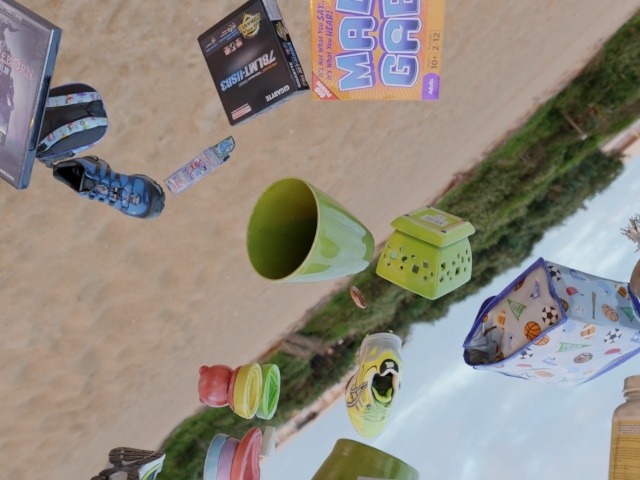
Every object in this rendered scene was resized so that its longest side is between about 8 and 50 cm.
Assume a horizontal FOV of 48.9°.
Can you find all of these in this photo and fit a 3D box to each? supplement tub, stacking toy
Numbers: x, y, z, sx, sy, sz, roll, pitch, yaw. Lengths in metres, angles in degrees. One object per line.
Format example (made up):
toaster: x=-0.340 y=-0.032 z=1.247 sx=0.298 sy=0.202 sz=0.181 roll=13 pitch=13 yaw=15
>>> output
supplement tub: x=0.686 y=0.447 z=1.363 sx=0.241 sy=0.241 sz=0.331 roll=128 pitch=-24 yaw=-69
stacking toy: x=-0.197 y=0.419 z=1.634 sx=0.279 sy=0.131 sz=0.308 roll=1 pitch=93 yaw=-78

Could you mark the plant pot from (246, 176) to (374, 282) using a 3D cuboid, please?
plant pot: x=0.000 y=0.000 z=1.880 sx=0.294 sy=0.274 sz=0.275 roll=16 pitch=129 yaw=-44

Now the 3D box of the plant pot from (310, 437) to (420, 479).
plant pot: x=0.085 y=0.714 z=1.802 sx=0.352 sy=0.367 sz=0.366 roll=-65 pitch=-175 yaw=-22

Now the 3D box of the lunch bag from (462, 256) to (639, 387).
lunch bag: x=0.610 y=0.247 z=1.877 sx=0.385 sy=0.328 sz=0.238 roll=124 pitch=-28 yaw=-42

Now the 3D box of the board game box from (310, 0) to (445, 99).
board game box: x=0.159 y=-0.626 z=2.018 sx=0.356 sy=0.357 sz=0.356 roll=-85 pitch=174 yaw=-60

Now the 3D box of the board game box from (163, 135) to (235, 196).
board game box: x=-0.326 y=-0.223 z=2.023 sx=0.194 sy=0.060 sz=0.194 roll=-24 pitch=-167 yaw=47

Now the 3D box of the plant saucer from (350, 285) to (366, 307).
plant saucer: x=0.126 y=0.194 z=2.389 sx=0.013 sy=0.083 sz=0.083 roll=-33 pitch=180 yaw=17

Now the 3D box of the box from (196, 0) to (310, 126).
box: x=-0.202 y=-0.520 z=2.060 sx=0.296 sy=0.293 sz=0.073 roll=-17 pitch=-176 yaw=41

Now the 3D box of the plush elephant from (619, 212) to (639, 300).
plush elephant: x=0.823 y=0.024 z=1.562 sx=0.255 sy=0.330 sz=0.272 roll=-38 pitch=-173 yaw=-30

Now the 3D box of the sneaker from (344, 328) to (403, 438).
sneaker: x=0.147 y=0.433 z=1.980 sx=0.147 sy=0.145 sz=0.384 roll=-91 pitch=-176 yaw=-56

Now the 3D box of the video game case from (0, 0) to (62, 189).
video game case: x=-0.508 y=-0.243 z=1.104 sx=0.026 sy=0.196 sz=0.274 roll=-30 pitch=149 yaw=-58

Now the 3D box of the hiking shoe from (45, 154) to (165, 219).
hiking shoe: x=-0.514 y=-0.120 z=1.699 sx=0.132 sy=0.304 sz=0.113 roll=-14 pitch=121 yaw=-60

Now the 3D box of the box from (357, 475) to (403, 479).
box: x=0.154 y=0.591 z=1.590 sx=0.137 sy=0.126 sz=0.072 roll=63 pitch=32 yaw=-52

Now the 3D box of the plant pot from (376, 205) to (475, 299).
plant pot: x=0.335 y=0.024 z=2.181 sx=0.227 sy=0.228 sz=0.207 roll=-20 pitch=126 yaw=-46

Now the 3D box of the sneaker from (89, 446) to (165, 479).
sneaker: x=-0.385 y=0.492 z=1.378 sx=0.300 sy=0.111 sz=0.121 roll=-33 pitch=131 yaw=-84

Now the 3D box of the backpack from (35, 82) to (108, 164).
backpack: x=-0.552 y=-0.258 z=1.533 sx=0.173 sy=0.158 sz=0.117 roll=-19 pitch=177 yaw=-11
